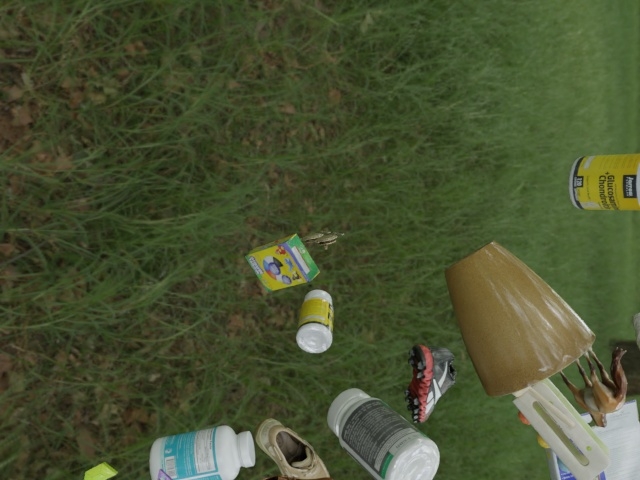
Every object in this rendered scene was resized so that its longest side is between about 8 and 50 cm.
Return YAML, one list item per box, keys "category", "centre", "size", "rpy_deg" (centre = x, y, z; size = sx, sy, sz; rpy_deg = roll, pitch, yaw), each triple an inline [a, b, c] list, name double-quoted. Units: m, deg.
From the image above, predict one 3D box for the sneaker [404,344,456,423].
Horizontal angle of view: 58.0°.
- category: "sneaker"
  centre: [0.311, 0.402, 1.612]
  size: [0.098, 0.135, 0.276]
  rpy_deg: [-118, -155, -56]

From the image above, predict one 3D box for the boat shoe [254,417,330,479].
- category: "boat shoe"
  centre: [-0.069, 0.691, 1.811]
  size: [0.341, 0.110, 0.122]
  rpy_deg: [49, 61, -26]

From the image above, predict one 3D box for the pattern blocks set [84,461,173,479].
- category: "pattern blocks set"
  centre: [-0.490, 0.679, 1.389]
  size: [0.286, 0.324, 0.026]
  rpy_deg: [57, -4, 9]

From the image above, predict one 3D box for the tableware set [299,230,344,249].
- category: "tableware set"
  centre: [0.000, 0.000, 2.331]
  size: [0.128, 0.194, 0.039]
  rpy_deg: [-18, 103, -27]

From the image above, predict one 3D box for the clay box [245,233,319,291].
- category: "clay box"
  centre: [-0.118, 0.068, 1.604]
  size: [0.053, 0.222, 0.128]
  rpy_deg: [-42, 106, -43]

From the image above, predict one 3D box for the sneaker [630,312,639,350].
- category: "sneaker"
  centre: [0.816, 0.211, 1.272]
  size: [0.090, 0.232, 0.115]
  rpy_deg: [30, 58, -35]

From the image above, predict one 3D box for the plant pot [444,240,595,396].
- category: "plant pot"
  centre: [0.363, 0.138, 1.152]
  size: [0.254, 0.237, 0.237]
  rpy_deg: [58, 31, 8]

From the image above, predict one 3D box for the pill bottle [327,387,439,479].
- category: "pill bottle"
  centre: [0.187, 0.633, 1.845]
  size: [0.204, 0.361, 0.204]
  rpy_deg: [-12, 113, -30]

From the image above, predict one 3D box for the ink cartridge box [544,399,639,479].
- category: "ink cartridge box"
  centre: [0.850, 0.668, 1.781]
  size: [0.072, 0.303, 0.308]
  rpy_deg: [159, -80, -82]

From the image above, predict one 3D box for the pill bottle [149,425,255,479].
- category: "pill bottle"
  centre: [-0.316, 0.590, 1.572]
  size: [0.146, 0.263, 0.146]
  rpy_deg: [-11, 90, -89]

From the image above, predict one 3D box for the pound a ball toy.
- category: "pound a ball toy"
  centre: [0.643, 0.516, 1.610]
  size: [0.319, 0.136, 0.208]
  rpy_deg: [51, 17, 20]

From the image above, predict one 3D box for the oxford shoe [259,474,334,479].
- category: "oxford shoe"
  centre: [-0.063, 0.537, 1.240]
  size: [0.076, 0.212, 0.076]
  rpy_deg: [-133, -141, -68]

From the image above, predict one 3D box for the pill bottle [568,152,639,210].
- category: "pill bottle"
  centre: [0.563, -0.107, 1.057]
  size: [0.103, 0.184, 0.103]
  rpy_deg: [-4, 95, -43]

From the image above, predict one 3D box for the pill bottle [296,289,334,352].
- category: "pill bottle"
  centre: [-0.015, 0.266, 1.939]
  size: [0.209, 0.119, 0.119]
  rpy_deg: [-84, 158, -57]

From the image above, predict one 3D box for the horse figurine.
- category: "horse figurine"
  centre: [0.595, 0.315, 1.248]
  size: [0.263, 0.066, 0.175]
  rpy_deg: [88, -20, -66]
